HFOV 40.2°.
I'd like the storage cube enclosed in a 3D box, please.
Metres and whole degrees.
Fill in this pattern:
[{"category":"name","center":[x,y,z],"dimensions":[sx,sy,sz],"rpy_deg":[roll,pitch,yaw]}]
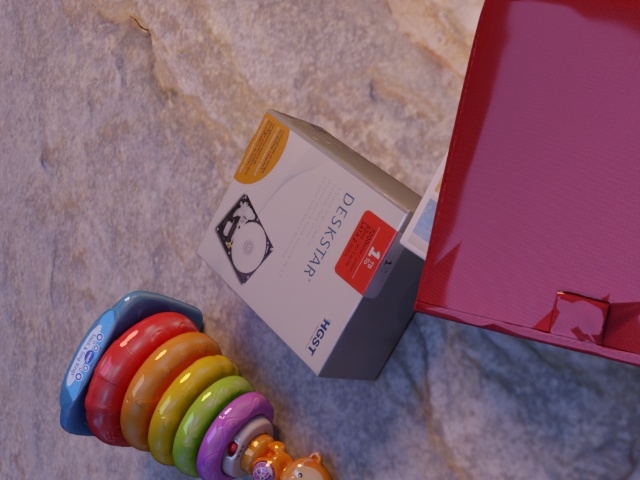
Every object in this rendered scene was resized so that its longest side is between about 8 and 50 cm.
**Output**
[{"category":"storage cube","center":[0.190,-0.026,0.530],"dimensions":[0.215,0.183,0.193],"rpy_deg":[13,90,30]}]

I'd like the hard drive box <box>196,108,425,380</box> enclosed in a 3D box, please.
[{"category":"hard drive box","center":[0.000,0.000,0.883],"dimensions":[0.232,0.089,0.181],"rpy_deg":[39,107,40]}]

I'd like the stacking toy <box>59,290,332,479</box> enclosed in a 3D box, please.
[{"category":"stacking toy","center":[-0.112,0.194,0.921],"dimensions":[0.301,0.165,0.175],"rpy_deg":[28,90,28]}]

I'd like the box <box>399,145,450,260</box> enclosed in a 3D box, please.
[{"category":"box","center":[0.176,-0.052,0.722],"dimensions":[0.114,0.103,0.203],"rpy_deg":[36,104,41]}]
